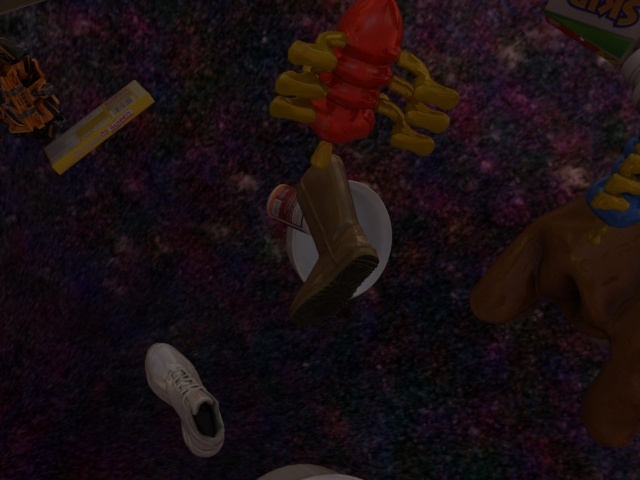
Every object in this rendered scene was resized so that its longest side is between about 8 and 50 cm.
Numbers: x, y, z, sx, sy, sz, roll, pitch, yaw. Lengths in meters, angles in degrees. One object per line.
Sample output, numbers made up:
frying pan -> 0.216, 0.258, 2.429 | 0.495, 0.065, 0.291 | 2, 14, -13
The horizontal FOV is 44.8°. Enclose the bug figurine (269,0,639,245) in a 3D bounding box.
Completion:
bug figurine -> 0.123, -0.095, 0.401 | 0.278, 0.216, 0.072 | 15, 44, -17

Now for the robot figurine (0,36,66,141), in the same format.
robot figurine -> -0.569, -0.249, 1.328 | 0.085, 0.290, 0.211 | -56, 139, -38

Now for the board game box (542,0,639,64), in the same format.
board game box -> 0.369, -0.330, 0.930 | 0.124, 0.259, 0.039 | 37, 58, 12

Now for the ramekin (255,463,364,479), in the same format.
ramekin -> -0.018, 0.460, 1.118 | 0.277, 0.135, 0.278 | 1, 89, -22

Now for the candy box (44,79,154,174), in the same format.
candy box -> -0.389, -0.201, 1.359 | 0.206, 0.105, 0.027 | -39, 122, -5

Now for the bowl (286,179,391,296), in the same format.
bowl -> 0.023, -0.005, 1.938 | 0.297, 0.134, 0.298 | -4, 97, -33

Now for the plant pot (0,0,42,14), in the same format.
plant pot -> -0.461, -0.388, 1.078 | 0.109, 0.109, 0.096 | -16, 75, 5

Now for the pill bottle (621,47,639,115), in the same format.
pill bottle -> 0.426, -0.157, 0.912 | 0.087, 0.087, 0.160 | -10, 61, -29

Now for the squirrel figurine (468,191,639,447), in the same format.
squirrel figurine -> 0.416, 0.082, 0.749 | 0.280, 0.397, 0.371 | 11, 37, -35

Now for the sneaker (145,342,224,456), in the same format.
sneaker -> -0.237, 0.280, 1.418 | 0.090, 0.115, 0.232 | -32, 83, -30

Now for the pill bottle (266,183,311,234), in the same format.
pill bottle -> -0.037, -0.063, 1.717 | 0.152, 0.086, 0.086 | 24, 55, 27

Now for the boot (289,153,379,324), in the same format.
boot -> 0.000, 0.000, 1.519 | 0.089, 0.236, 0.270 | 25, 32, -40
